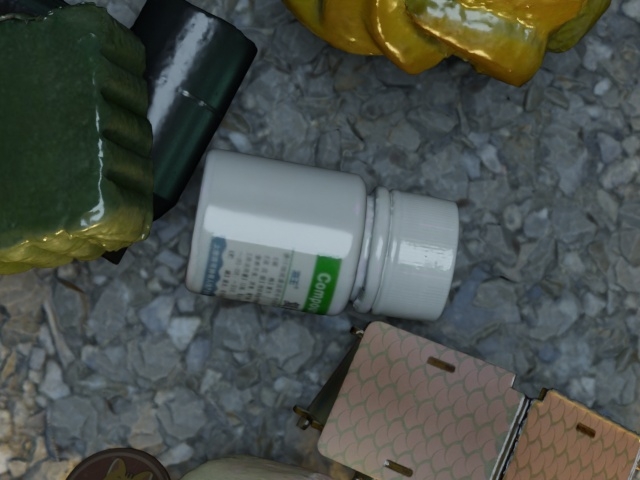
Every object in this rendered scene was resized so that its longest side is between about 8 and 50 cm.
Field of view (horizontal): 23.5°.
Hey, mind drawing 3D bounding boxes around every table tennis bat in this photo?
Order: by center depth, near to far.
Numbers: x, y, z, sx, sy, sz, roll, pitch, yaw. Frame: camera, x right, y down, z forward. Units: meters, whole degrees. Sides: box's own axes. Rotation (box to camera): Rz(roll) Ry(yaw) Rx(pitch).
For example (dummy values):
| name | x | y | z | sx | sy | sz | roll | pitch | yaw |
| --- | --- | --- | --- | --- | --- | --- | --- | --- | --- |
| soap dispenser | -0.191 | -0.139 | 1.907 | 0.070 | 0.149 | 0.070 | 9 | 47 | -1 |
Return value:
| name | x | y | z | sx | sy | sz | roll | pitch | yaw |
| --- | --- | --- | --- | --- | --- | --- | --- | --- | --- |
| table tennis bat | -0.195 | 0.290 | 1.430 | 0.107 | 0.119 | 0.170 | 18 | 60 | 20 |

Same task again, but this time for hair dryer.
| name | x | y | z | sx | sy | sz | roll | pitch | yaw |
| --- | --- | --- | --- | --- | --- | --- | --- | --- | --- |
| hair dryer | -0.244 | -0.141 | 1.415 | 0.302 | 0.116 | 0.244 | 29 | 85 | 8 |

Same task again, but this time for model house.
| name | x | y | z | sx | sy | sz | roll | pitch | yaw |
| --- | --- | --- | --- | --- | --- | --- | --- | --- | --- |
| model house | 0.145 | 0.198 | 1.356 | 0.326 | 0.244 | 0.169 | 26 | 81 | -5 |

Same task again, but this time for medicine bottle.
| name | x | y | z | sx | sy | sz | roll | pitch | yaw |
| --- | --- | --- | --- | --- | --- | --- | --- | --- | --- |
| medicine bottle | 0.000 | 0.000 | 1.405 | 0.237 | 0.139 | 0.139 | 10 | 85 | -7 |

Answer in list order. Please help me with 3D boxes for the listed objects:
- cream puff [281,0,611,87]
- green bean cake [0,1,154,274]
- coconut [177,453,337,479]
| name | x | y | z | sx | sy | sz | roll | pitch | yaw |
| --- | --- | --- | --- | --- | --- | --- | --- | --- | --- |
| cream puff | 0.136 | -0.288 | 1.345 | 0.323 | 0.270 | 0.274 | 8 | 110 | -5 |
| green bean cake | -0.261 | -0.086 | 1.302 | 0.227 | 0.125 | 0.222 | -7 | 82 | 14 |
| coconut | -0.041 | 0.294 | 1.327 | 0.224 | 0.234 | 0.224 | -9 | 104 | -43 |
